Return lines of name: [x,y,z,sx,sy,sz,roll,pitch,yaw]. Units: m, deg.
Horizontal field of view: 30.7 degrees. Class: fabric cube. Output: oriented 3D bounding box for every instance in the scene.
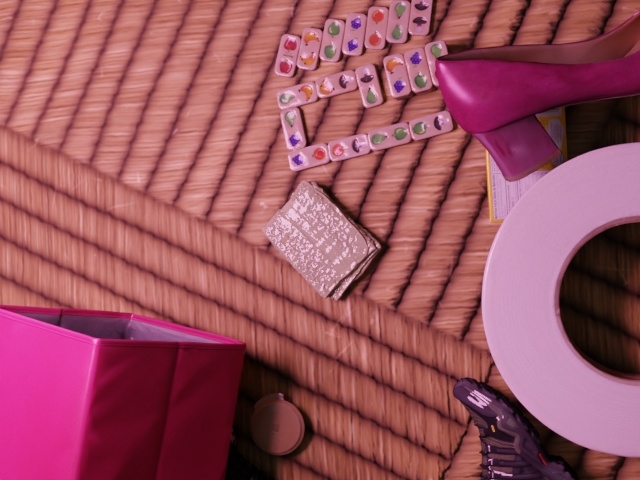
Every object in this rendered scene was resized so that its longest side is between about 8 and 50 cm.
fabric cube: [-0.281,0.232,1.500,0.254,0.259,0.258,9,91,42]

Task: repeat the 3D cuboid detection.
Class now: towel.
towel: [0.000,0.000,1.587,0.148,0.027,0.110,44,100,11]

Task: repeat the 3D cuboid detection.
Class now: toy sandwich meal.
toy sandwich meal: [-0.059,0.252,1.596,0.085,0.029,0.086,0,92,12]

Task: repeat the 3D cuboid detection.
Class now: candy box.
candy box: [0.264,-0.128,1.501,0.105,0.027,0.206,-3,95,9]

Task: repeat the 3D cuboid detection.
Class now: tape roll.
tape roll: [0.395,0.072,1.439,0.392,0.072,0.392,0,92,12]

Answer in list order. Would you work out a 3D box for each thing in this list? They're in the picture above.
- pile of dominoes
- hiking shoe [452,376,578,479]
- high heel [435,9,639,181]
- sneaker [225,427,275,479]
pile of dominoes: [0.054,-0.217,1.572,0.251,0.040,0.196,-14,85,14]
hiking shoe: [0.233,0.280,1.485,0.114,0.086,0.227,-43,79,7]
high heel: [0.326,-0.245,1.406,0.377,0.127,0.181,-38,111,-3]
sneaker: [-0.109,0.309,1.579,0.216,0.079,0.121,9,92,16]
